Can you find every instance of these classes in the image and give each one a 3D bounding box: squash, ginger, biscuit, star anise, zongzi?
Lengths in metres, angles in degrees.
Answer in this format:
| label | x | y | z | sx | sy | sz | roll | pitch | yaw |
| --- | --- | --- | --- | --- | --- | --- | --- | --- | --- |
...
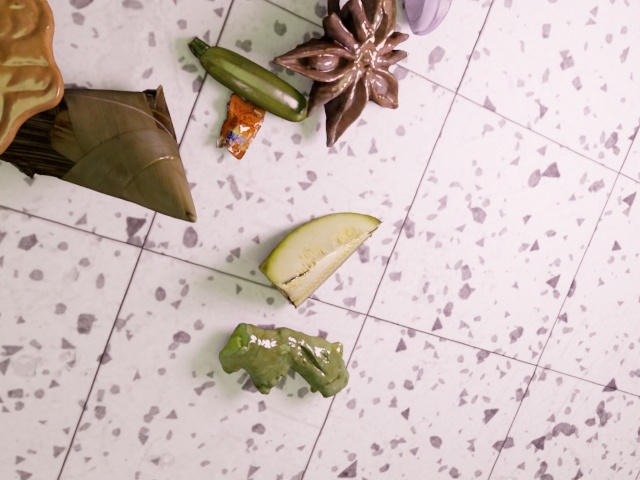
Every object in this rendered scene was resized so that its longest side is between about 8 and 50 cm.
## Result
| label | x | y | z | sx | sy | sz | roll | pitch | yaw |
| --- | --- | --- | --- | --- | --- | --- | --- | --- | --- |
| squash | -0.123 | -0.283 | 1.292 | 0.252 | 0.066 | 0.066 | 26 | 93 | -25 |
| ginger | -0.067 | 0.244 | 1.449 | 0.289 | 0.089 | 0.137 | 10 | 82 | -29 |
| biscuit | -0.573 | -0.282 | 1.035 | 0.365 | 0.062 | 0.385 | -36 | 93 | -9 |
| squash | 0.000 | 0.000 | 1.395 | 0.252 | 0.093 | 0.169 | -44 | 160 | -6 |
| star anise | 0.054 | -0.347 | 1.310 | 0.292 | 0.108 | 0.349 | -54 | 138 | -13 |
| zongzi | -0.353 | -0.122 | 1.108 | 0.289 | 0.318 | 0.154 | -5 | 126 | -21 |

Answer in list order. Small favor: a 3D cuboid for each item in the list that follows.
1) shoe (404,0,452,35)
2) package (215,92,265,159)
| label | x | y | z | sx | sy | sz | roll | pitch | yaw |
| --- | --- | --- | --- | --- | --- | --- | --- | --- | --- |
| shoe | 0.177 | -0.513 | 1.346 | 0.137 | 0.095 | 0.245 | 3 | 99 | -19 |
| package | -0.149 | -0.209 | 1.320 | 0.077 | 0.033 | 0.111 | 25 | 89 | -16 |
